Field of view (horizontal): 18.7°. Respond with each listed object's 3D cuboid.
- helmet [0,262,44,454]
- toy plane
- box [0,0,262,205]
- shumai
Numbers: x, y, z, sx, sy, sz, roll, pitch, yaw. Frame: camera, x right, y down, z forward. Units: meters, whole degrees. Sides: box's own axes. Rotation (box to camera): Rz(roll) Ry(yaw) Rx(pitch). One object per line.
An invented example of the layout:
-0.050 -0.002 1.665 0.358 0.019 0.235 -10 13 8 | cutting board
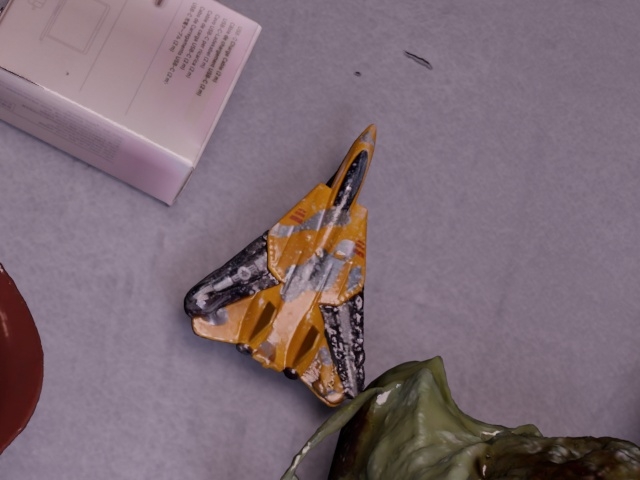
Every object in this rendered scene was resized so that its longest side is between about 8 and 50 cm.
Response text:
-0.465 0.114 1.696 0.385 0.230 0.337 16 52 -25 | helmet
-0.005 0.006 2.021 0.204 0.103 0.316 29 51 -9 | toy plane
-0.215 -0.188 2.021 0.252 0.106 0.203 26 57 -7 | box
0.134 0.266 1.822 0.395 0.395 0.348 -23 55 -30 | shumai
